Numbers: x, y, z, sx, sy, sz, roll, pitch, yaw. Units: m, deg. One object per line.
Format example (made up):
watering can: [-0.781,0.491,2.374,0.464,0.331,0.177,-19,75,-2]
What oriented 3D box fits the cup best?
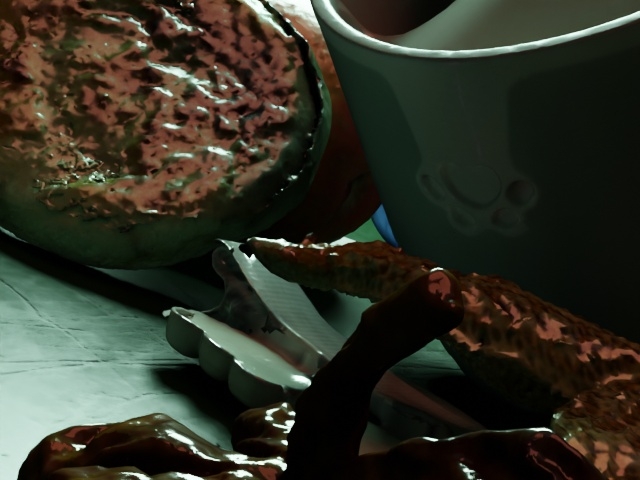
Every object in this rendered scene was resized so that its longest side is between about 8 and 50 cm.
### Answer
cup: [0.132,-0.076,0.952,0.259,0.274,0.357,-29,34,-14]

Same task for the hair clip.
hair clip: [0.015,0.066,0.775,0.140,0.054,0.220,17,12,-47]

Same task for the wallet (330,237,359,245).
wallet: [0.000,0.000,1.192,0.083,0.011,0.044,19,11,-18]

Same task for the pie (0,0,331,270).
pie: [-0.110,-0.083,0.945,0.240,0.054,0.240,6,55,-8]

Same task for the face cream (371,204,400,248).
face cream: [0.136,0.015,1.186,0.149,0.083,0.264,15,12,-26]

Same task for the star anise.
star anise: [-0.006,0.085,0.442,0.212,0.111,0.196,-8,-21,14]

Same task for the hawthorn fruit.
hawthorn fruit: [-0.031,-0.080,1.087,0.189,0.189,0.189,21,10,-4]

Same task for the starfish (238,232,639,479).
starfish: [0.150,0.093,0.733,0.358,0.078,0.347,24,7,-38]
